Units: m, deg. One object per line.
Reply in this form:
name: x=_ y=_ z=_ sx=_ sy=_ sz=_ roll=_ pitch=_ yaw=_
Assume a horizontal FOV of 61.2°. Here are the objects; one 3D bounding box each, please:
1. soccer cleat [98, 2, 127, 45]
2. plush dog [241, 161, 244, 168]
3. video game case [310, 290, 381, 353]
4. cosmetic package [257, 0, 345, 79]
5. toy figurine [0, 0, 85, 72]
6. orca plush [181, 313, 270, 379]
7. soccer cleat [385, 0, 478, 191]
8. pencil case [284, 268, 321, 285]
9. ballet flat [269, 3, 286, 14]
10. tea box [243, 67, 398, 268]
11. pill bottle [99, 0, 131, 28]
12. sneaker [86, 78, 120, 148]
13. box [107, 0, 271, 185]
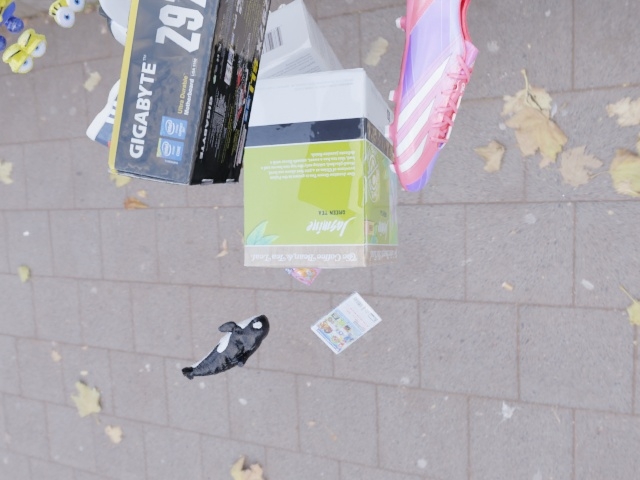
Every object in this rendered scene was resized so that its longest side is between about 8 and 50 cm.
soccer cleat: x=-0.218 y=-0.442 z=0.828 sx=0.143 sy=0.116 sz=0.331 roll=18 pitch=92 yaw=-1
plush dog: x=-0.282 y=-0.375 z=1.738 sx=0.225 sy=0.262 sz=0.210 roll=45 pitch=127 yaw=4
video game case: x=0.053 y=0.171 z=1.116 sx=0.122 sy=0.011 sz=0.087 roll=-39 pitch=110 yaw=8
cosmetic package: x=-0.038 y=-0.355 z=1.287 sx=0.197 sy=0.365 sz=0.155 roll=-19 pitch=63 yaw=17
toy figurine: x=-0.501 y=-0.313 z=0.710 sx=0.191 sy=0.217 sz=0.362 roll=40 pitch=81 yaw=-10
orca plush: x=-0.260 y=0.325 z=1.562 sx=0.102 sy=0.287 sz=0.151 roll=38 pitch=144 yaw=53
soccer cleat: x=0.131 y=-0.174 z=0.610 sx=0.095 sy=0.083 sz=0.247 roll=8 pitch=107 yaw=21
pencil case: x=0.000 y=0.000 z=1.655 sx=0.124 sy=0.124 sz=0.284 roll=36 pitch=84 yaw=17
ballet flat: x=-0.108 y=-0.519 z=1.287 sx=0.083 sy=0.248 sz=0.087 roll=4 pitch=104 yaw=59
tea box: x=0.016 y=-0.111 z=1.027 sx=0.220 sy=0.329 sz=0.323 roll=0 pitch=90 yaw=17
pill bottle: x=-0.216 y=-0.394 z=0.697 sx=0.124 sy=0.124 sz=0.221 roll=-8 pitch=75 yaw=24
sneaker: x=-0.603 y=-0.419 z=1.728 sx=0.148 sy=0.131 sz=0.350 roll=36 pitch=128 yaw=-18
box: x=-0.112 y=-0.218 z=0.557 sx=0.080 sy=0.257 sz=0.321 roll=11 pitch=97 yaw=-2
